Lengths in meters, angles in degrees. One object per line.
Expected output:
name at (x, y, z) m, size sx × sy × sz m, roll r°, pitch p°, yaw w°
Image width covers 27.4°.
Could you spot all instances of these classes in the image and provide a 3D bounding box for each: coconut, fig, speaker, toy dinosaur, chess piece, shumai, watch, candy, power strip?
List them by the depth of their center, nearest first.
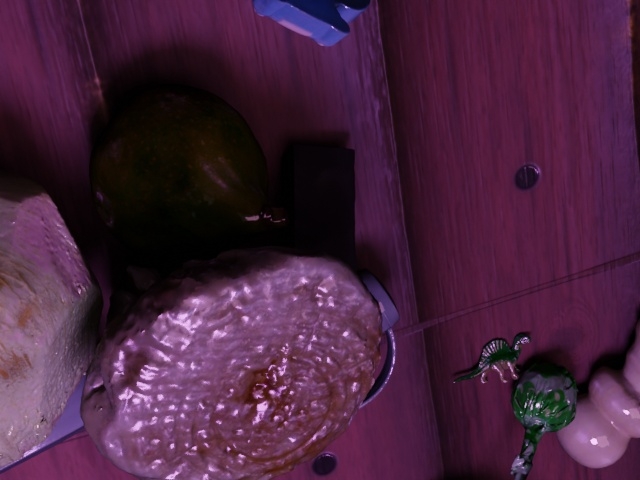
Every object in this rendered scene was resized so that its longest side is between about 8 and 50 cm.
coconut at (-0.388, 0.067, 1.355) m, size 0.328 × 0.281 × 0.328 m, roll -14°, pitch 112°, yaw -37°
watch at (0.008, -0.332, 1.373) m, size 0.211 × 0.211 × 0.193 m, roll 23°, pitch 122°, yaw -28°
shumai at (-0.117, 0.093, 1.412) m, size 0.309 × 0.263 × 0.304 m, roll 25°, pitch 102°, yaw -36°
fig at (-0.136, -0.062, 1.419) m, size 0.195 × 0.245 × 0.195 m, roll -18°, pitch 121°, yaw -32°
power strip at (-0.318, 0.211, 1.520) m, size 0.253 × 0.167 × 0.054 m, roll -29°, pitch 86°, yaw -2°
speaker at (0.000, 0.000, 1.538) m, size 0.082 × 0.044 × 0.218 m, roll 3°, pitch 77°, yaw -20°
candy at (0.265, 0.304, 1.736) m, size 0.097 × 0.097 × 0.323 m, roll 42°, pitch 58°, yaw -30°
toy dinosaur at (0.232, 0.165, 1.784) m, size 0.120 × 0.029 × 0.060 m, roll -15°, pitch 104°, yaw -9°
chess piece at (0.433, 0.211, 1.816) m, size 0.251 × 0.144 × 0.144 m, roll -45°, pitch 120°, yaw 9°

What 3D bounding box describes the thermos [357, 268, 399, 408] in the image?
thermos at (-0.030, 0.154, 1.605) m, size 0.287 × 0.145 × 0.182 m, roll -31°, pitch 110°, yaw -4°
